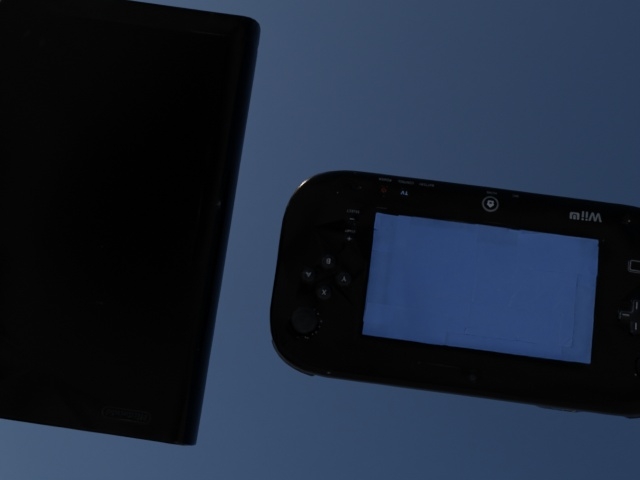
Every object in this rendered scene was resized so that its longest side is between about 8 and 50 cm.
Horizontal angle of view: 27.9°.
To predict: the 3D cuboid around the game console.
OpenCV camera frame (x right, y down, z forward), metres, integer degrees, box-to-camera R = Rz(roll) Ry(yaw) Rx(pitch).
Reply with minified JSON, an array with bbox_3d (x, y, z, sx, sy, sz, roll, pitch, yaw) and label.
[{"bbox_3d":[0.000,0.000,0.630,0.361,0.213,0.044,7,-8,1],"label":"game console"}]
